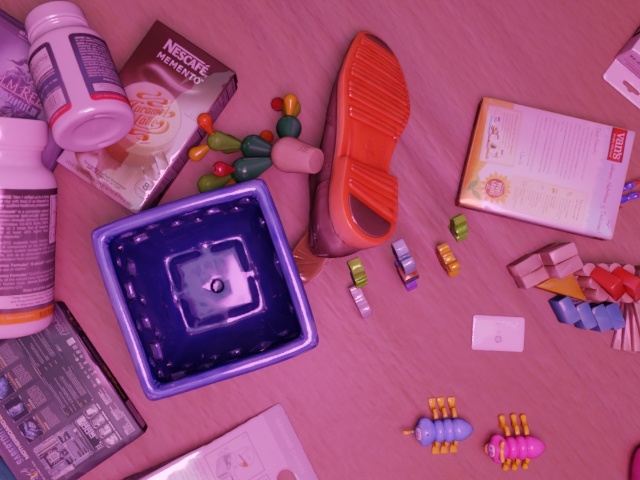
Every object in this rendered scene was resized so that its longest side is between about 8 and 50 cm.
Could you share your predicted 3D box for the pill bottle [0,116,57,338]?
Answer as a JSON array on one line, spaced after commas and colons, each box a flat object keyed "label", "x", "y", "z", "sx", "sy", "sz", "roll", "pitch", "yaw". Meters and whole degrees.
[{"label": "pill bottle", "x": -0.429, "y": -0.021, "z": 0.973, "sx": 0.162, "sy": 0.162, "sz": 0.279, "roll": 4, "pitch": 96, "yaw": -5}]

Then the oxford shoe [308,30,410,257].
[{"label": "oxford shoe", "x": 0.038, "y": -0.146, "z": 1.080, "sx": 0.129, "sy": 0.132, "sz": 0.364, "roll": 27, "pitch": 58, "yaw": -29}]

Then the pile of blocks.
[{"label": "pile of blocks", "x": 0.469, "y": 0.096, "z": 1.127, "sx": 0.361, "sy": 0.112, "sz": 0.149, "roll": 11, "pitch": 87, "yaw": -4}]

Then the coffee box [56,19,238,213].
[{"label": "coffee box", "x": -0.246, "y": -0.173, "z": 1.082, "sx": 0.141, "sy": 0.098, "sz": 0.247, "roll": 33, "pitch": 86, "yaw": -2}]

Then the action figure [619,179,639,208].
[{"label": "action figure", "x": 0.463, "y": -0.067, "z": 1.174, "sx": 0.115, "sy": 0.030, "sz": 0.038, "roll": -20, "pitch": 85, "yaw": 0}]

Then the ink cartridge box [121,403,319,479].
[{"label": "ink cartridge box", "x": -0.168, "y": 0.464, "z": 1.097, "sx": 0.384, "sy": 0.091, "sz": 0.308, "roll": -26, "pitch": 90, "yaw": -22}]

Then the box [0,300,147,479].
[{"label": "box", "x": -0.392, "y": 0.233, "z": 1.077, "sx": 0.183, "sy": 0.059, "sz": 0.233, "roll": -35, "pitch": 91, "yaw": -7}]

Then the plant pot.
[{"label": "plant pot", "x": -0.152, "y": 0.064, "z": 1.027, "sx": 0.235, "sy": 0.212, "sz": 0.236, "roll": -18, "pitch": 90, "yaw": -6}]

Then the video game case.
[{"label": "video game case", "x": -0.448, "y": -0.161, "z": 1.041, "sx": 0.196, "sy": 0.026, "sz": 0.274, "roll": 32, "pitch": 85, "yaw": -47}]

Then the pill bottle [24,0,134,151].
[{"label": "pill bottle", "x": -0.324, "y": -0.219, "z": 0.984, "sx": 0.107, "sy": 0.108, "sz": 0.180, "roll": -22, "pitch": 75, "yaw": -5}]

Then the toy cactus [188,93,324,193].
[{"label": "toy cactus", "x": -0.074, "y": -0.137, "z": 1.042, "sx": 0.219, "sy": 0.180, "sz": 0.112, "roll": -40, "pitch": 133, "yaw": -38}]

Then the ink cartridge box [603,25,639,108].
[{"label": "ink cartridge box", "x": 0.546, "y": -0.301, "z": 1.171, "sx": 0.104, "sy": 0.060, "sz": 0.180, "roll": 38, "pitch": 86, "yaw": -3}]

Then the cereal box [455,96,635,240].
[{"label": "cereal box", "x": 0.344, "y": -0.109, "z": 1.145, "sx": 0.240, "sy": 0.047, "sz": 0.173, "roll": 14, "pitch": 87, "yaw": 2}]

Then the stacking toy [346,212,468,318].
[{"label": "stacking toy", "x": 0.119, "y": 0.032, "z": 1.052, "sx": 0.166, "sy": 0.221, "sz": 0.052, "roll": -25, "pitch": 69, "yaw": -3}]

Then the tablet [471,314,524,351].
[{"label": "tablet", "x": 0.278, "y": 0.146, "z": 1.163, "sx": 0.083, "sy": 0.006, "sz": 0.054, "roll": 3, "pitch": 88, "yaw": -4}]

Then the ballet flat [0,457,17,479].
[{"label": "ballet flat", "x": -0.521, "y": 0.301, "z": 1.065, "sx": 0.079, "sy": 0.077, "sz": 0.221, "roll": -39, "pitch": 92, "yaw": 15}]

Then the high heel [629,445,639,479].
[{"label": "high heel", "x": 0.597, "y": 0.476, "z": 1.091, "sx": 0.127, "sy": 0.181, "sz": 0.377, "roll": -33, "pitch": 91, "yaw": -5}]

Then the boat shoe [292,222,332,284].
[{"label": "boat shoe", "x": 0.000, "y": 0.000, "z": 1.119, "sx": 0.063, "sy": 0.059, "sz": 0.170, "roll": 37, "pitch": 65, "yaw": 4}]

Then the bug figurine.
[{"label": "bug figurine", "x": 0.241, "y": 0.375, "z": 1.120, "sx": 0.216, "sy": 0.072, "sz": 0.279, "roll": -6, "pitch": 88, "yaw": -5}]
